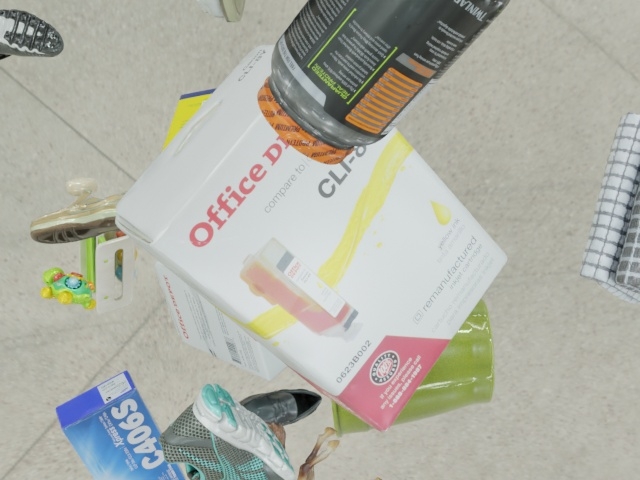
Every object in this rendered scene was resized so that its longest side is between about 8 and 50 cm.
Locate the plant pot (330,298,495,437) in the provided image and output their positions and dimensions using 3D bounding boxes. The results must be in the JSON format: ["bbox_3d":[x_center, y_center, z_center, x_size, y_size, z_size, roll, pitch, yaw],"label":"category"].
[{"bbox_3d":[0.207,0.256,1.675,0.353,0.366,0.366,-4,76,5],"label":"plant pot"}]

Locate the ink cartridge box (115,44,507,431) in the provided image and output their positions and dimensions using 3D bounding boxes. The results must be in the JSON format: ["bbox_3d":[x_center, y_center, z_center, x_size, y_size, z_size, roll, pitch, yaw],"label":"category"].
[{"bbox_3d":[0.000,0.000,0.868,0.385,0.160,0.279,43,79,-29],"label":"ink cartridge box"}]

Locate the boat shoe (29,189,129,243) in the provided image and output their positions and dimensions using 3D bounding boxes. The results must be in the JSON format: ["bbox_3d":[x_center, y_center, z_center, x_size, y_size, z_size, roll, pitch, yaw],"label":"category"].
[{"bbox_3d":[-0.367,-0.045,1.163,0.190,0.068,0.072,-12,75,-33],"label":"boat shoe"}]

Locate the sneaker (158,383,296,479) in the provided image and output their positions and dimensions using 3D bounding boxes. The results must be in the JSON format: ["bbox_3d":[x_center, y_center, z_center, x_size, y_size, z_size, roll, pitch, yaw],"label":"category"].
[{"bbox_3d":[-0.083,0.190,0.654,0.076,0.166,0.065,-37,42,0],"label":"sneaker"}]

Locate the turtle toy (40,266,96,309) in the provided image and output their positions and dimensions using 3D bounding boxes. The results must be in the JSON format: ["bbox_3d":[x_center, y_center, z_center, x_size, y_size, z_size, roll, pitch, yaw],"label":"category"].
[{"bbox_3d":[-0.515,0.094,1.485,0.130,0.095,0.066,13,82,27],"label":"turtle toy"}]

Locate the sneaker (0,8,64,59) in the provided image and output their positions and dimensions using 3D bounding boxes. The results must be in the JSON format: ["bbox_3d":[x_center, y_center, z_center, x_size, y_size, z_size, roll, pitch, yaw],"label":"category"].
[{"bbox_3d":[-0.582,-0.369,1.333,0.235,0.106,0.078,10,69,-7],"label":"sneaker"}]

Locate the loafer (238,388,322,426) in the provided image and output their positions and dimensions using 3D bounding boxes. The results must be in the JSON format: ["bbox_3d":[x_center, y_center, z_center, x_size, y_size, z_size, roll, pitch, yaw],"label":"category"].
[{"bbox_3d":[-0.082,0.321,1.408,0.223,0.078,0.076,5,59,-55],"label":"loafer"}]

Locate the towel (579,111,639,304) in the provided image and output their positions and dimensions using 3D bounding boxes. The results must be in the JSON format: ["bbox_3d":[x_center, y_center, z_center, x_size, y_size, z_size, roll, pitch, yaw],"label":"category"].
[{"bbox_3d":[0.484,-0.020,0.976,0.284,0.121,0.234,19,83,-37],"label":"towel"}]

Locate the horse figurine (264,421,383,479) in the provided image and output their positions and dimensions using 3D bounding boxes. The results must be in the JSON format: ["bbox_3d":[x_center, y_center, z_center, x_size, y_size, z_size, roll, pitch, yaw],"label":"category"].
[{"bbox_3d":[-0.001,0.338,0.895,0.174,0.066,0.263,-53,47,-3],"label":"horse figurine"}]

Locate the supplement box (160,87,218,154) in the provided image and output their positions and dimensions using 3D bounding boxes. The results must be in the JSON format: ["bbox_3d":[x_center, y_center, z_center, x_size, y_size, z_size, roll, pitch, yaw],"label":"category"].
[{"bbox_3d":[-0.250,-0.181,1.759,0.196,0.194,0.356,-7,49,18],"label":"supplement box"}]

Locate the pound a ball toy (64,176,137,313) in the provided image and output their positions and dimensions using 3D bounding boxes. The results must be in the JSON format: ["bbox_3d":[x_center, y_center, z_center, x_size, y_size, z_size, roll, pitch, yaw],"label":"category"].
[{"bbox_3d":[-0.556,0.004,1.898,0.136,0.319,0.208,-20,54,-32],"label":"pound a ball toy"}]

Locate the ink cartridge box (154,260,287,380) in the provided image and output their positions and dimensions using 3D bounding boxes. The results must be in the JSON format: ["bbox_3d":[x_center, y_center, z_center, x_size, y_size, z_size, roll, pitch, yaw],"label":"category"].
[{"bbox_3d":[-0.173,0.125,1.402,0.114,0.273,0.196,-35,124,-37],"label":"ink cartridge box"}]

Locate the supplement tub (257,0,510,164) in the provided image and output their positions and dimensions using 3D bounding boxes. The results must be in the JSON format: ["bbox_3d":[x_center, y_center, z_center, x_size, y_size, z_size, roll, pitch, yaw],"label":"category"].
[{"bbox_3d":[0.041,-0.155,0.565,0.117,0.190,0.117,32,31,-22],"label":"supplement tub"}]

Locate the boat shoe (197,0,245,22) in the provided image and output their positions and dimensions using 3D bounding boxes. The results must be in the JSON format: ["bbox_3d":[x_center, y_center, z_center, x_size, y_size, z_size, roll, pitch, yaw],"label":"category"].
[{"bbox_3d":[-0.143,-0.340,0.714,0.104,0.302,0.113,1,60,9],"label":"boat shoe"}]

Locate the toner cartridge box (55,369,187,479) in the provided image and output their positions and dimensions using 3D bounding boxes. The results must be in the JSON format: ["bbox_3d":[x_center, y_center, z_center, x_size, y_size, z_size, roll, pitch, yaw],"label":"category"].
[{"bbox_3d":[-0.421,0.458,1.593,0.165,0.075,0.347,-27,126,-15],"label":"toner cartridge box"}]
